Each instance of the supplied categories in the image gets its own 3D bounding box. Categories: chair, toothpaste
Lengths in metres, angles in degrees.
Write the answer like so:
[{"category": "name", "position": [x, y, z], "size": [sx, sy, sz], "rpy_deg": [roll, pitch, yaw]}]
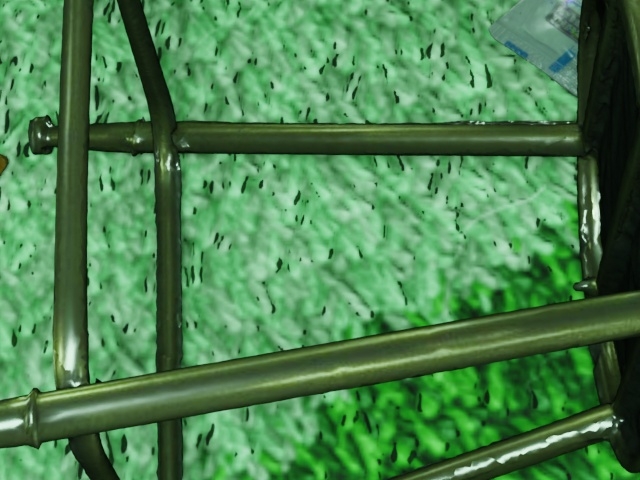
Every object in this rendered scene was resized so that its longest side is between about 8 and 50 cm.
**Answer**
[{"category": "chair", "position": [0.000, 0.000, 0.991], "size": [0.410, 0.364, 0.362], "rpy_deg": [-3, 66, 2]}, {"category": "toothpaste", "position": [0.251, -0.219, 1.199], "size": [0.114, 0.073, 0.299], "rpy_deg": [39, 84, 21]}]

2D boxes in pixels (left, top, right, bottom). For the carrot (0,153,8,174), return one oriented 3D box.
[{"category": "carrot", "position": [-0.310, 0.021, 1.179], "size": [0.256, 0.061, 0.061], "rpy_deg": [-43, 67, -13]}]
